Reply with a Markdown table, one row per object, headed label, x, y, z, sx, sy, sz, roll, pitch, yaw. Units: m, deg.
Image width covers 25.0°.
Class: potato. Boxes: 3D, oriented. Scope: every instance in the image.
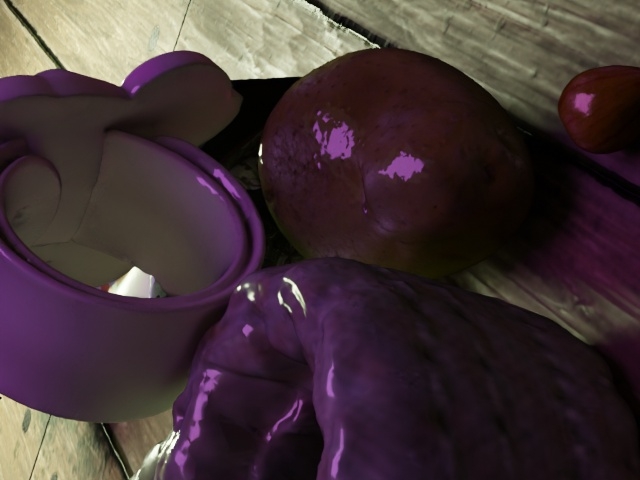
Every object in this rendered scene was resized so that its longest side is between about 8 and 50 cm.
| label | x | y | z | sx | sy | sz | roll | pitch | yaw |
| --- | --- | --- | --- | --- | --- | --- | --- | --- | --- |
| potato | 0.053 | -0.047 | 0.922 | 0.194 | 0.157 | 0.157 | 8 | 85 | 62 |

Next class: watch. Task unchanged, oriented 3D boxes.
| label | x | y | z | sx | sy | sz | roll | pitch | yaw |
| --- | --- | --- | --- | --- | --- | --- | --- | --- | --- |
| watch | -0.135 | 0.010 | 0.947 | 0.217 | 0.248 | 0.211 | 52 | 131 | 31 |

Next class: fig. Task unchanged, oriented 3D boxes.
| label | x | y | z | sx | sy | sz | roll | pitch | yaw |
| --- | --- | --- | --- | --- | --- | --- | --- | --- | --- |
| fig | 0.176 | -0.079 | 0.817 | 0.083 | 0.050 | 0.050 | -21 | 57 | 39 |

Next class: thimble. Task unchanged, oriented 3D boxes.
| label | x | y | z | sx | sy | sz | roll | pitch | yaw |
| --- | --- | --- | --- | --- | --- | --- | --- | --- | --- |
| thimble | 0.030 | 0.167 | 0.811 | 0.291 | 0.195 | 0.291 | -41 | 42 | 51 |

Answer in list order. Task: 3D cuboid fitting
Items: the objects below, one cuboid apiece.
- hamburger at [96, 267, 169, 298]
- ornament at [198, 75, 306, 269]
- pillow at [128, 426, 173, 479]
| label | x | y | z | sx | sy | sz | roll | pitch | yaw |
| --- | --- | --- | --- | --- | --- | --- | --- | --- | --- |
| hamburger | -0.164 | 0.041 | 1.341 | 0.235 | 0.125 | 0.214 | -26 | 49 | 53 |
| ornament | 0.000 | 0.000 | 1.094 | 0.196 | 0.153 | 0.166 | 55 | 131 | 27 |
| pillow | -0.094 | 0.254 | 1.129 | 0.326 | 0.101 | 0.228 | -47 | 35 | 42 |
